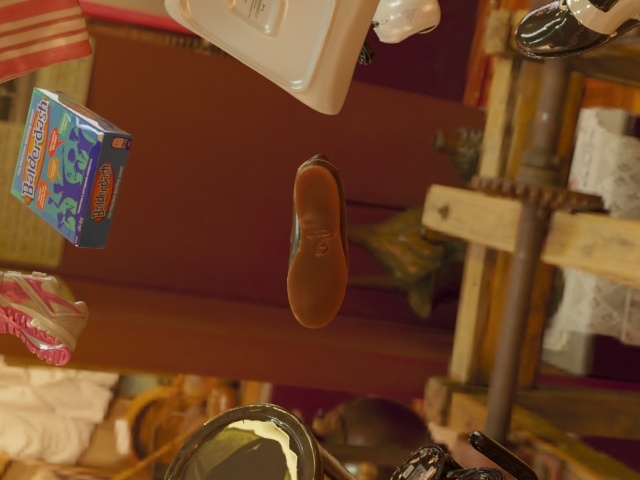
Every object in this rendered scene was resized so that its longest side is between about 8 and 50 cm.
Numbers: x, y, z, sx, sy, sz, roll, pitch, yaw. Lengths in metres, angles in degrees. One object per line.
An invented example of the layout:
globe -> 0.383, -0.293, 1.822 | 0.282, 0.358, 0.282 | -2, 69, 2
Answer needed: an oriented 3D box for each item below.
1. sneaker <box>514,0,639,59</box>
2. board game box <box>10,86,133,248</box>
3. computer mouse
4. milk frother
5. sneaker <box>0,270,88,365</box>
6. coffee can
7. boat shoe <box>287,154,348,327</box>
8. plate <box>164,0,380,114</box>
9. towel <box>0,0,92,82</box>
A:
sneaker -> 0.373, -0.341, 1.404 | 0.330, 0.146, 0.122 | -20, 38, 34
board game box -> -0.342, -0.102, 1.522 | 0.210, 0.047, 0.160 | 31, 110, 45
computer mouse -> 0.091, -0.312, 1.577 | 0.193, 0.042, 0.106 | -7, 107, 55
milk frother -> 0.153, 0.271, 1.077 | 0.129, 0.134, 0.143 | -45, 18, 16
sneaker -> -0.499, 0.103, 1.893 | 0.111, 0.252, 0.103 | -52, -7, -40
coffee can -> -0.033, 0.344, 1.316 | 0.201, 0.275, 0.202 | -17, 48, 20
boat shoe -> 0.000, 0.000, 1.344 | 0.073, 0.073, 0.207 | -80, -5, -71
plate -> -0.071, -0.295, 1.341 | 0.045, 0.278, 0.277 | -52, -9, -34
towel -> -0.312, -0.253, 1.098 | 0.029, 0.144, 0.197 | 37, 144, 51
